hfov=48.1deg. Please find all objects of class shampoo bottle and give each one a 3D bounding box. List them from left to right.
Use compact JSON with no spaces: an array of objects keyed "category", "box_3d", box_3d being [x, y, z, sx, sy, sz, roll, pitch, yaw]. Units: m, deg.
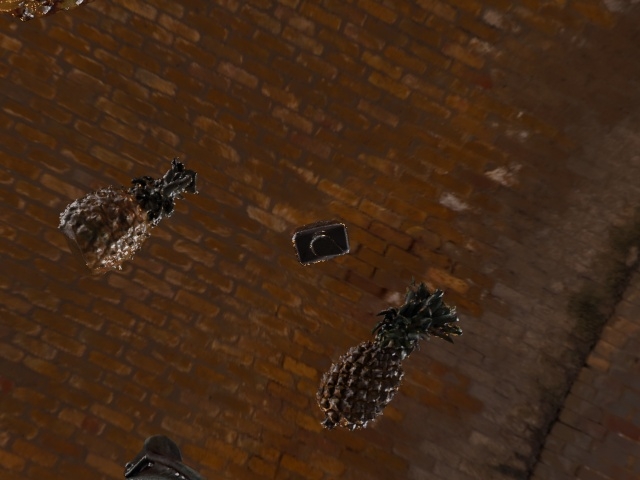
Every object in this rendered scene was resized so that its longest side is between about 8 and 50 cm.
[{"category":"shampoo bottle","box_3d":[-0.001,0.000,1.316,0.098,0.309,0.071,-11,-88,-1]}]

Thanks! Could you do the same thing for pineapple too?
[{"category":"pineapple","box_3d":[-0.245,-0.038,0.953,0.197,0.108,0.108,-35,-87,-25]},{"category":"pineapple","box_3d":[0.079,0.148,0.872,0.103,0.083,0.221,41,-88,-19]}]

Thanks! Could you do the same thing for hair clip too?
[{"category":"hair clip","box_3d":[-0.099,0.186,0.511,0.083,0.275,0.048,-41,-80,-27]}]

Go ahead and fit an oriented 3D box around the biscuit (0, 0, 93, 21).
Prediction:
[{"category":"biscuit","box_3d":[-0.376,-0.410,1.129,0.289,0.334,0.081,-8,-69,19]}]
